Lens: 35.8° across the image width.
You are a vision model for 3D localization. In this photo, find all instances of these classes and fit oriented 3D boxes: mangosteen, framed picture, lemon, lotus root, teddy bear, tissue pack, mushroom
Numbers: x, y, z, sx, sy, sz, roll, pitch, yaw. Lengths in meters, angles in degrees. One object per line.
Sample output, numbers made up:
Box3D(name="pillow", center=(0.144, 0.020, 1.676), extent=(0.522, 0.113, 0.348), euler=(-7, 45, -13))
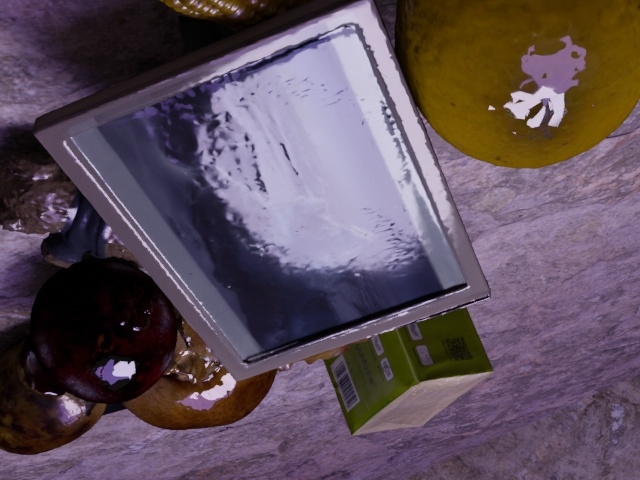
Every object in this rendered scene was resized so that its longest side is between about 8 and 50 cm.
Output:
Box3D(name="mangosteen", center=(-0.291, 0.123, 1.314), extent=(0.209, 0.210, 0.210), euler=(-15, 154, -7))
Box3D(name="framed picture", center=(-0.031, -0.022, 1.005), extent=(0.326, 0.028, 0.446), euler=(-21, 136, 10))
Box3D(name="lemon", center=(0.195, -0.200, 0.932), extent=(0.260, 0.261, 0.284), euler=(-26, 154, 14))
Box3D(name="lotus root", center=(-0.423, 0.234, 1.472), extent=(0.314, 0.169, 0.141), euler=(-31, -167, 29))
Box3D(name="teddy bear", center=(-0.234, -0.037, 1.106), extent=(0.251, 0.129, 0.182), euler=(10, 106, -39))
Box3D(name="tissue pack", center=(0.102, 0.121, 1.478), extent=(0.167, 0.275, 0.200), euler=(-1, 148, -34))
Box3D(name="mushroom", center=(-0.186, 0.189, 1.515), extent=(0.263, 0.195, 0.283), euler=(-15, 155, 6))

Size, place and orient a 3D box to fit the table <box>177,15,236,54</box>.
Box3D(name="table", center=(-0.091, -0.158, 1.041), extent=(0.175, 0.063, 0.146), euler=(1, 148, -32))

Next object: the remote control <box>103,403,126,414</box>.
Box3D(name="remote control", center=(-0.254, 0.238, 1.717), extent=(0.398, 0.062, 0.145), euler=(-12, 154, -14))

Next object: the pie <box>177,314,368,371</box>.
Box3D(name="pie", center=(-0.015, 0.018, 1.165), extent=(0.354, 0.103, 0.288), euler=(-20, 123, 5))

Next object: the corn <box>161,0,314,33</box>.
Box3D(name="corn", center=(-0.039, -0.223, 0.912), extent=(0.102, 0.102, 0.313), euler=(-33, 155, 27))
